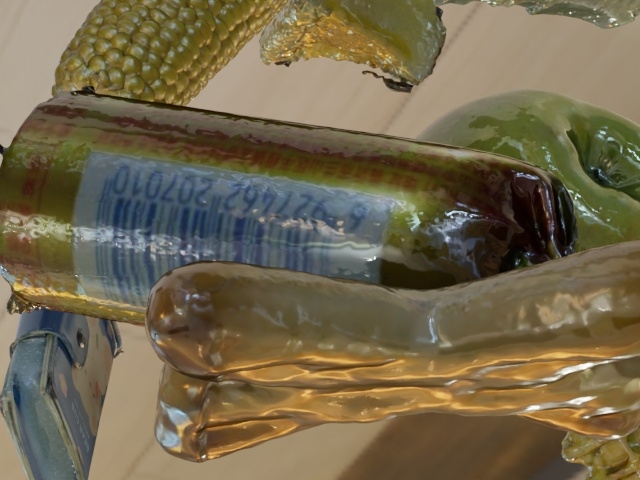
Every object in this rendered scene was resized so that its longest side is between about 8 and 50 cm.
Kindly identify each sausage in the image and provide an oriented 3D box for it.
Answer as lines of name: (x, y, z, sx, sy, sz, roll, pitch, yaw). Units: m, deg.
sausage: (0.001, -0.001, 0.839, 0.317, 0.125, 0.117, 10, 135, 20)

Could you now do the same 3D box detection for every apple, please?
apple: (0.229, -0.005, 1.789, 0.338, 0.338, 0.305, 10, 130, -14)

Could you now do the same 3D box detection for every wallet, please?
wallet: (-0.224, 0.112, 1.471, 0.059, 0.202, 0.141, -6, 125, 8)

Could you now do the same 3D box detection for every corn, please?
corn: (-0.073, -0.153, 1.050, 0.091, 0.260, 0.091, -9, 123, 40)

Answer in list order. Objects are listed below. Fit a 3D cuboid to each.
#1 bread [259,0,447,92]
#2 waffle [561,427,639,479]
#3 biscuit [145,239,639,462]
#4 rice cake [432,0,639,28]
bread: (0.036, -0.217, 1.619, 0.160, 0.140, 0.169, 20, 163, -13)
waffle: (0.230, 0.095, 1.037, 0.191, 0.038, 0.191, 5, 102, 24)
biscuit: (0.038, 0.042, 0.652, 0.208, 0.047, 0.164, -3, 159, -5)
rice cake: (0.145, -0.194, 1.192, 0.066, 0.063, 0.336, -24, 168, 35)
